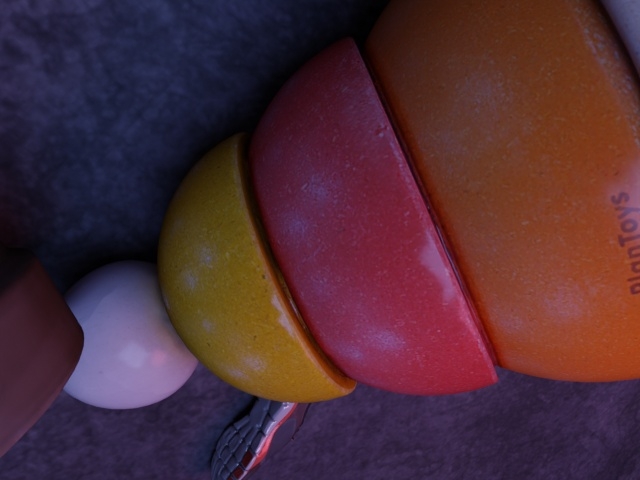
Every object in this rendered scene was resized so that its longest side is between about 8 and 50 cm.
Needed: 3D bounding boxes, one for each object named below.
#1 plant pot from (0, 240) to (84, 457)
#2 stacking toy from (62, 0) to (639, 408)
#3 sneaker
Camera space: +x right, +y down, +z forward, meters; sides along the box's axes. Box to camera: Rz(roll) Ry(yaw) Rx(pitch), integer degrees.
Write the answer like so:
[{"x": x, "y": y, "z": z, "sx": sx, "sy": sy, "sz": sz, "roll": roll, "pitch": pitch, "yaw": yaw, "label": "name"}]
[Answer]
[{"x": -0.331, "y": 0.008, "z": 0.300, "sx": 0.323, "sy": 0.323, "sz": 0.280, "roll": -25, "pitch": 107, "yaw": -10, "label": "plant pot"}, {"x": 0.000, "y": 0.000, "z": 0.466, "sx": 0.480, "sy": 0.350, "sz": 0.350, "roll": -21, "pitch": 125, "yaw": 9, "label": "stacking toy"}, {"x": -0.053, "y": 0.206, "z": 0.655, "sx": 0.065, "sy": 0.061, "sz": 0.158, "roll": 29, "pitch": 103, "yaw": -40, "label": "sneaker"}]
